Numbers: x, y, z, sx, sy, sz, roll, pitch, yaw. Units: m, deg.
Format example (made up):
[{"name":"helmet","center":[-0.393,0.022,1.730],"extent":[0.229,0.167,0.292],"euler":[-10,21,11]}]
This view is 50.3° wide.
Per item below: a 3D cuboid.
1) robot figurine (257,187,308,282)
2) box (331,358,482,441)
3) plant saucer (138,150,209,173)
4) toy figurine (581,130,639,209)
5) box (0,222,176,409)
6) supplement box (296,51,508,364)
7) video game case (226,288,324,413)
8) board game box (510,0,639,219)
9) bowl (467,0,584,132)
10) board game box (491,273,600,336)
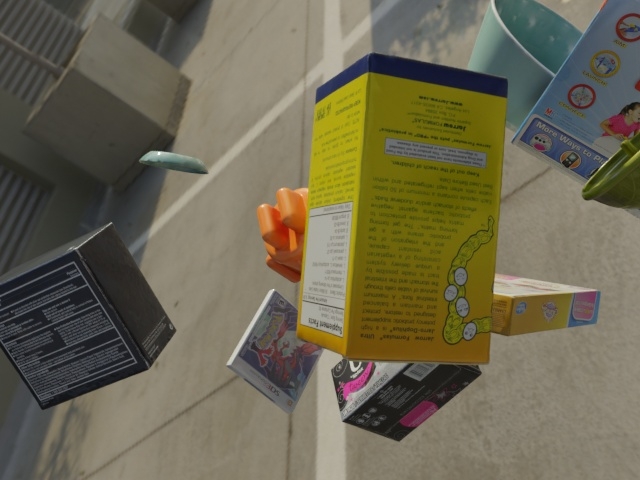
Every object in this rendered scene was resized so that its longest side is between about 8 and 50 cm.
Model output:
[{"name":"robot figurine","center":[0.002,-0.001,1.070],"extent":[0.128,0.219,0.158],"euler":[21,82,48]},{"name":"box","center":[0.163,0.261,1.367],"extent":[0.247,0.163,0.142],"euler":[-48,32,24]},{"name":"plant saucer","center":[-0.250,-0.135,1.171],"extent":[0.119,0.120,0.021],"euler":[7,88,60]},{"name":"toy figurine","center":[0.458,-0.100,0.629],"extent":[0.362,0.217,0.191],"euler":[-47,11,6]},{"name":"box","center":[-0.525,0.161,1.474],"extent":[0.297,0.293,0.182],"euler":[-22,16,16]},{"name":"supplement box","center":[0.099,-0.031,0.885],"extent":[0.194,0.196,0.356],"euler":[179,96,-71]},{"name":"video game case","center":[-0.085,0.238,1.467],"extent":[0.023,0.183,0.201],"euler":[-19,34,50]},{"name":"board game box","center":[0.515,-0.204,1.073],"extent":[0.086,0.308,0.301],"euler":[-50,-10,-44]},{"name":"bowl","center":[0.411,-0.320,1.325],"extent":[0.163,0.312,0.311],"euler":[-52,25,39]},{"name":"board game box","center":[0.317,0.106,1.222],"extent":[0.242,0.317,0.064],"euler":[9,95,46]}]
